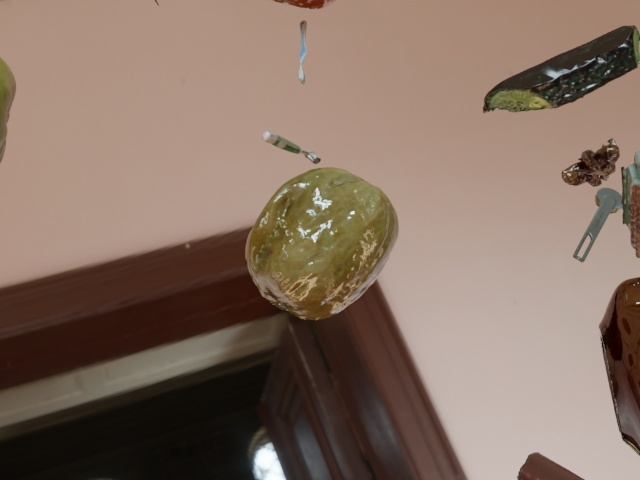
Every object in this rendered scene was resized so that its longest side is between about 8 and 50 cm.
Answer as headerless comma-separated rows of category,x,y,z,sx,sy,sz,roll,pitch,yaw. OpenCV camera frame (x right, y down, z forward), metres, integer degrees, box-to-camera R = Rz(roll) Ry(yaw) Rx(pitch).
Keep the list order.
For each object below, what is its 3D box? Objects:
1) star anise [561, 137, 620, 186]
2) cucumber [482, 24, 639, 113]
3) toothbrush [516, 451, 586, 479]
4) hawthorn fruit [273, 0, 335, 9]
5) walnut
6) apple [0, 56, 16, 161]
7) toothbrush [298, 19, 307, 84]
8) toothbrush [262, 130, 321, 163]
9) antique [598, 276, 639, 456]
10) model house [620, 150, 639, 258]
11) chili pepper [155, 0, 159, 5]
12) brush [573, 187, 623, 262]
star anise,0.494,-0.133,1.760,0.191,0.070,0.097,-4,-34,-48
cucumber,0.307,-0.204,1.187,0.220,0.070,0.046,-26,-49,4
toothbrush,0.292,0.255,0.723,0.041,0.364,0.041,-14,-65,-34
hawthorn fruit,-0.024,-0.520,1.621,0.207,0.243,0.207,-1,-43,-1
walnut,0.000,0.000,1.659,0.283,0.227,0.283,-17,-57,-29
apple,-0.575,-0.181,1.365,0.279,0.279,0.279,-19,-28,-10
toothbrush,-0.030,-0.318,1.598,0.014,0.162,0.017,-14,-41,16
toothbrush,-0.043,-0.146,1.520,0.018,0.024,0.257,-47,-14,9
antique,0.463,0.188,1.318,0.129,0.278,0.223,-11,-8,13
model house,0.468,-0.033,1.295,0.119,0.148,0.148,0,-61,17
chili pepper,-0.249,-0.356,1.166,0.084,0.086,0.192,-24,-42,12
brush,0.557,-0.029,1.948,0.266,0.062,0.027,-48,-15,-44
